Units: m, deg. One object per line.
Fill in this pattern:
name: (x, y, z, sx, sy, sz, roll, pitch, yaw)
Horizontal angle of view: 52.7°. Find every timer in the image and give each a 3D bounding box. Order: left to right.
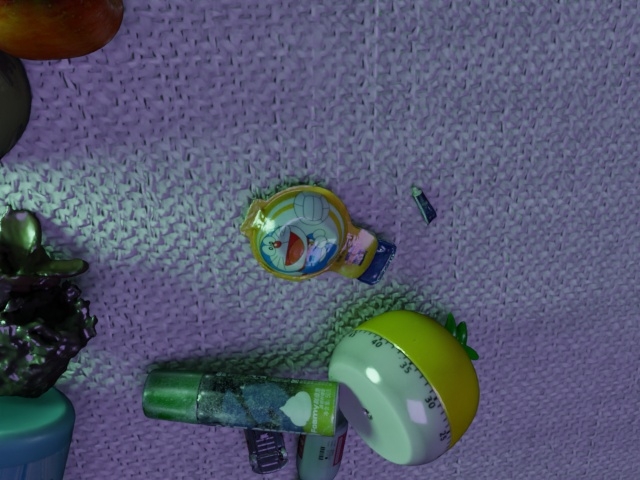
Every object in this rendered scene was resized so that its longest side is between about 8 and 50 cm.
timer: (0.180, 0.231, 1.151, 0.284, 0.285, 0.285, -6, 117, -12)

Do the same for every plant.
plant: (-0.435, 0.107, 0.949, 0.178, 0.204, 0.234, 18, 113, -34)

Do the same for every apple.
apple: (-0.342, -0.304, 0.779, 0.199, 0.199, 0.199, -6, 117, -12)

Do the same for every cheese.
cheese: (0.000, 0.000, 1.076, 0.270, 0.069, 0.177, 20, 109, -23)

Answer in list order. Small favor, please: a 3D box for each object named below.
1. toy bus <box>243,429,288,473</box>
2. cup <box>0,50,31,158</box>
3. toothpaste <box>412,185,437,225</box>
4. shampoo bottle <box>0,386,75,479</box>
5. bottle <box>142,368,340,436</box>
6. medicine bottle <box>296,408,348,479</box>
toy bus: (-0.109, 0.354, 1.218, 0.079, 0.077, 0.174, -12, 118, -8)
cup: (-0.521, -0.162, 0.752, 0.300, 0.257, 0.228, 10, 111, -17)
toothpaste: (0.179, -0.062, 1.124, 0.027, 0.019, 0.083, -43, 124, -11)
shampoo bottle: (-0.554, 0.381, 0.926, 0.330, 0.331, 0.343, 14, 91, -21)
bottle: (-0.134, 0.275, 1.109, 0.329, 0.093, 0.093, 4, 117, 6)
medicine bottle: (-0.004, 0.430, 1.278, 0.090, 0.090, 0.217, 2, 116, -16)
